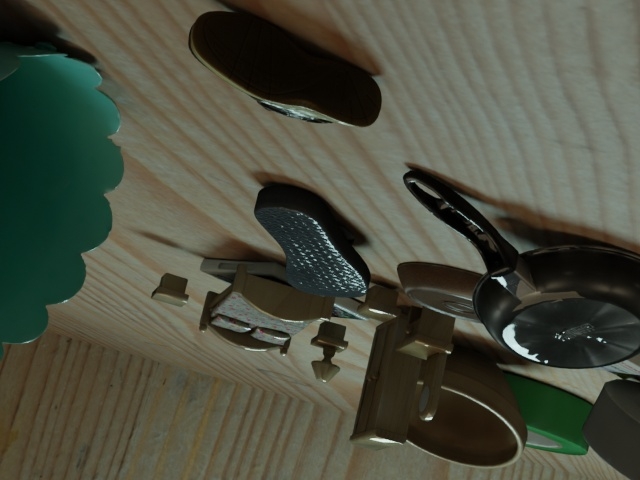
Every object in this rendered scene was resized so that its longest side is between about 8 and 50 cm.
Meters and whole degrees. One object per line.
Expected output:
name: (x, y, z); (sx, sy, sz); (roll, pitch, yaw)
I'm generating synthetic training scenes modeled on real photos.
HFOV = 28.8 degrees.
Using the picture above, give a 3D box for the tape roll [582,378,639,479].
tape roll: (0.458, 0.267, 1.635); (0.219, 0.072, 0.219); (22, -165, -6)

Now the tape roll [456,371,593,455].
tape roll: (0.301, 0.282, 2.109); (0.321, 0.077, 0.321); (16, 167, 4)

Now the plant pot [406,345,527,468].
plant pot: (0.208, 0.237, 1.883); (0.237, 0.109, 0.237); (20, 149, 12)

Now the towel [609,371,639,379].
towel: (0.389, 0.169, 1.656); (0.083, 0.009, 0.060); (22, 166, -23)

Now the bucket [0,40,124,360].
bucket: (-0.318, -0.049, 1.059); (0.183, 0.281, 0.281); (22, 170, 22)

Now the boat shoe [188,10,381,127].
boat shoe: (-0.030, -0.113, 0.876); (0.152, 0.056, 0.049); (23, 161, -27)

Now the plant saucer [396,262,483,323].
plant saucer: (0.167, 0.067, 1.464); (0.168, 0.029, 0.168); (16, 167, 4)

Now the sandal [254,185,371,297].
sandal: (0.001, 0.000, 1.364); (0.097, 0.054, 0.254); (6, 156, 15)

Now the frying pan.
frying pan: (0.219, 0.034, 1.151); (0.197, 0.053, 0.326); (-9, 143, 22)

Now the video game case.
video game case: (-0.049, 0.069, 1.775); (0.190, 0.022, 0.173); (28, 164, -37)

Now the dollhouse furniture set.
dollhouse furniture set: (-0.044, 0.147, 1.659); (0.355, 0.174, 0.303); (17, 162, -12)

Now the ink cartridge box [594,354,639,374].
ink cartridge box: (0.303, 0.101, 1.351); (0.104, 0.061, 0.181); (27, 164, -39)
